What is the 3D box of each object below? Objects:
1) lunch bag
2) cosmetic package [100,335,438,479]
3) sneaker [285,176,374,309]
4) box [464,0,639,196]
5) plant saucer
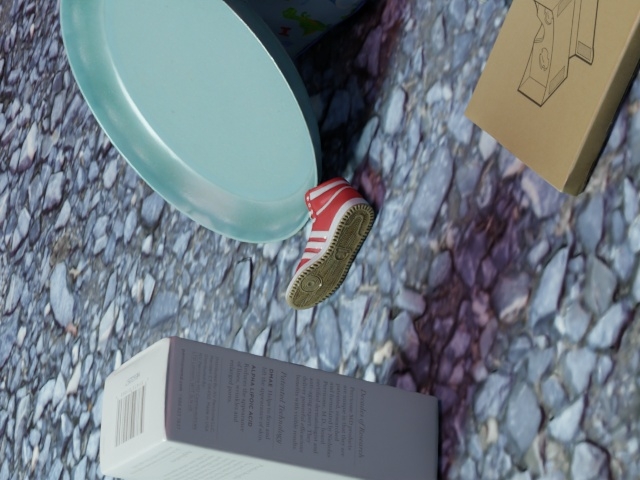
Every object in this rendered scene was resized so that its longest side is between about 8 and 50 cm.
[{"bbox_3d":[-0.068,-0.243,1.546,0.219,0.176,0.090,-25,53,56],"label":"lunch bag"},{"bbox_3d":[-0.037,0.145,1.248,0.117,0.231,0.085,-31,51,53],"label":"cosmetic package"},{"bbox_3d":[0.000,0.000,1.452,0.118,0.042,0.067,-56,37,19],"label":"sneaker"},{"bbox_3d":[0.183,-0.153,1.207,0.201,0.021,0.164,-68,28,16],"label":"box"},{"bbox_3d":[-0.113,-0.138,1.531,0.043,0.317,0.317,-41,10,-31],"label":"plant saucer"}]
